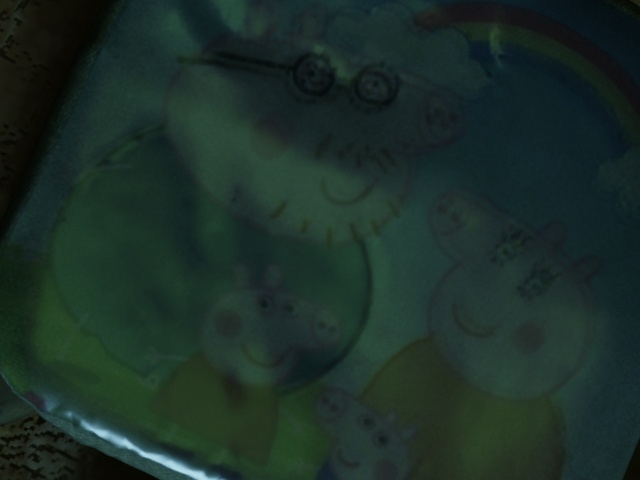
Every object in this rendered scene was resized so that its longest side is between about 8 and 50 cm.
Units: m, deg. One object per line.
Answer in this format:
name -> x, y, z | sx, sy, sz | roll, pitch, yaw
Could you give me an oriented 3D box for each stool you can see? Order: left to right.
stool -> 0.000, 0.000, 0.981 | 0.310, 0.226, 0.310 | 29, 74, -13
